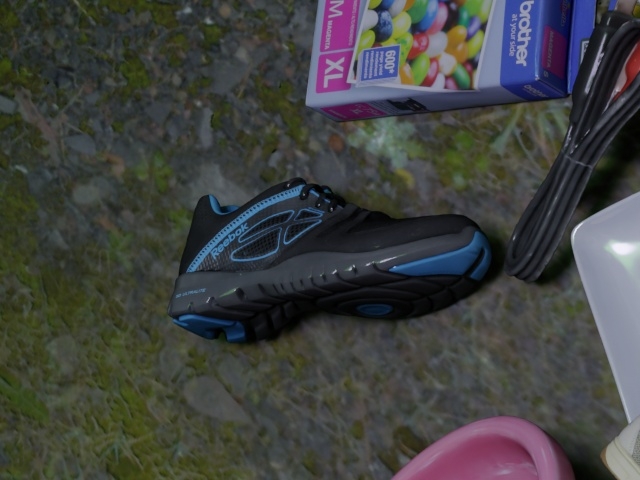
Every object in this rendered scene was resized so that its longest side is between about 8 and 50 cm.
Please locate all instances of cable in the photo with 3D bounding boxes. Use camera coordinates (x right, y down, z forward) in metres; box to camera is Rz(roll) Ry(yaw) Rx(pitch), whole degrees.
[{"bbox_3d":[0.239,-0.085,1.581,0.139,0.072,0.287,-126,52,-69],"label":"cable"}]

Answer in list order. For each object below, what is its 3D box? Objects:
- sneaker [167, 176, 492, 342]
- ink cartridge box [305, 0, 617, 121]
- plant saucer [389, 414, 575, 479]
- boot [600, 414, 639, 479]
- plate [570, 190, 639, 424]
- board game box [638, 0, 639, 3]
[{"bbox_3d":[0.000,0.000,1.730,0.340,0.125,0.140,-8,66,34],"label":"sneaker"},{"bbox_3d":[0.131,-0.214,1.738,0.311,0.065,0.186,-2,75,36],"label":"ink cartridge box"},{"bbox_3d":[0.098,0.296,1.504,0.332,0.084,0.332,-47,20,23],"label":"plant saucer"},{"bbox_3d":[0.324,0.163,1.395,0.165,0.077,0.213,-53,51,10],"label":"boot"},{"bbox_3d":[0.351,0.055,1.483,0.277,0.045,0.278,-29,59,28],"label":"plate"},{"bbox_3d":[0.402,-0.240,1.419,0.303,0.224,0.097,-41,53,22],"label":"board game box"}]
